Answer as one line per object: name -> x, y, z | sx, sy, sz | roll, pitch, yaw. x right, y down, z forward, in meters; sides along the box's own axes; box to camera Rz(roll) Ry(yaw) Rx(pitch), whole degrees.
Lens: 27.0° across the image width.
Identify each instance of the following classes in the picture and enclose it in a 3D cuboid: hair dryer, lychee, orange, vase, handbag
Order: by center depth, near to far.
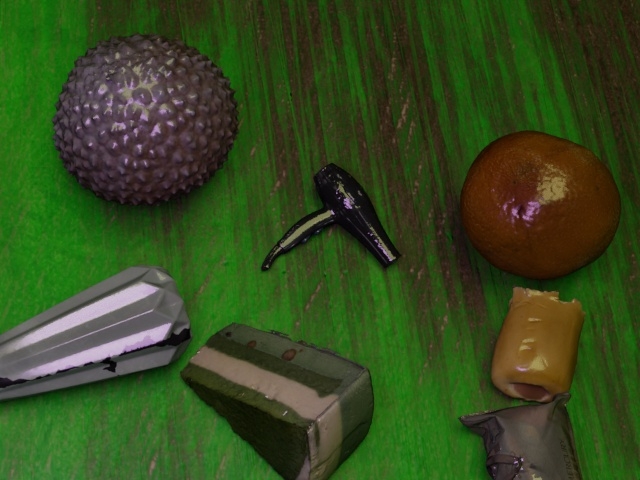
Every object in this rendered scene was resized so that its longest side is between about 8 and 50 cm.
vase -> -0.375, 0.158, 1.960 | 0.360, 0.165, 0.165 | -20, 68, -15
handbag -> 0.315, 0.355, 1.997 | 0.182, 0.117, 0.270 | -7, 57, -2
lychee -> -0.277, -0.200, 2.096 | 0.300, 0.300, 0.300 | 4, 62, -8
orange -> 0.358, -0.056, 2.152 | 0.264, 0.264, 0.264 | 4, 62, -8
hair dryer -> 0.000, 0.000, 2.170 | 0.219, 0.075, 0.195 | -34, 82, -14

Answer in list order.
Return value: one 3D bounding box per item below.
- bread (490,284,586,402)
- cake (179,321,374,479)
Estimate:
bread -> 0.348, 0.169, 2.120 | 0.134, 0.085, 0.173 | 16, 61, -2
cake -> -0.063, 0.255, 2.020 | 0.283, 0.172, 0.158 | 18, 47, 38
